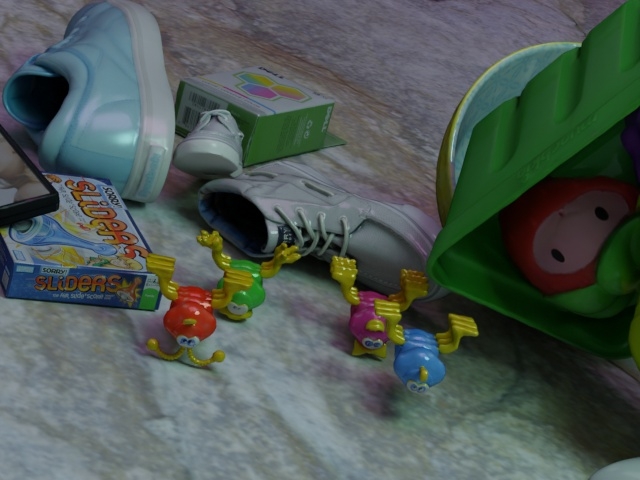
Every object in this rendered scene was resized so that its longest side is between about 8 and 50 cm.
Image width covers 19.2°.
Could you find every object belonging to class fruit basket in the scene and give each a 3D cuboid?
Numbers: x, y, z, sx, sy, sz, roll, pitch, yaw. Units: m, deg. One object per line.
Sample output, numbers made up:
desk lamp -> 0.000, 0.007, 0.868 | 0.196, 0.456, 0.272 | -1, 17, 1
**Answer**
fruit basket -> 0.299, 0.006, 1.564 | 0.283, 0.392, 0.392 | 24, 16, -28

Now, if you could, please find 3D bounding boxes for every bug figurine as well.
bug figurine -> -0.012, 0.064, 1.604 | 0.279, 0.072, 0.216 | 12, 15, -1

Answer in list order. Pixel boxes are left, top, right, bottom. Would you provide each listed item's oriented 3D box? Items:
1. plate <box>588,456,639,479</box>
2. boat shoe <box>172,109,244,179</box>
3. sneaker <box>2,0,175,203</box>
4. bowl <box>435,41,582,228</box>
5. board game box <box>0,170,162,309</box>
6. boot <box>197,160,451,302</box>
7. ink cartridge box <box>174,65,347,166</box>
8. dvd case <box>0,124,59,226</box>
plate -> 0.404, 0.231, 1.539 | 0.278, 0.045, 0.277 | -4, 29, -43
boat shoe -> -0.102, -0.097, 1.853 | 0.066, 0.063, 0.184 | 3, -4, 9
sneaker -> -0.244, -0.165, 1.907 | 0.150, 0.135, 0.366 | 14, 21, -21
bowl -> 0.229, -0.033, 1.861 | 0.289, 0.289, 0.156 | 10, -21, -16
board game box -> -0.227, -0.005, 1.663 | 0.136, 0.035, 0.201 | 6, 24, -25
boot -> 0.000, 0.000, 1.767 | 0.123, 0.095, 0.258 | -14, 28, -43
ink cartridge box -> -0.058, -0.142, 2.087 | 0.109, 0.062, 0.209 | 27, 23, 27
dvd case -> -0.361, -0.074, 1.659 | 0.180, 0.022, 0.253 | -17, 40, -26
